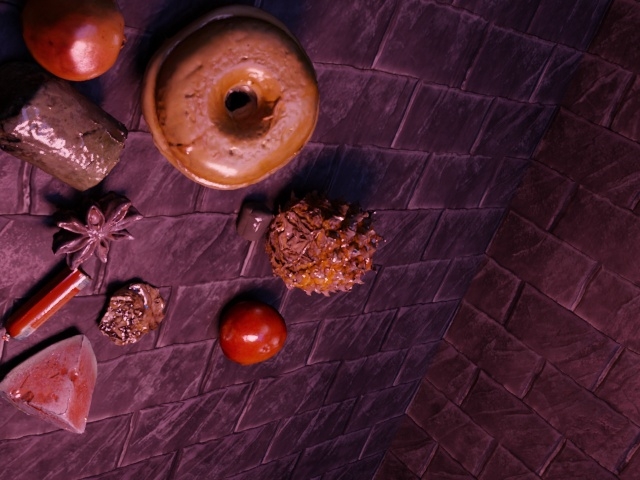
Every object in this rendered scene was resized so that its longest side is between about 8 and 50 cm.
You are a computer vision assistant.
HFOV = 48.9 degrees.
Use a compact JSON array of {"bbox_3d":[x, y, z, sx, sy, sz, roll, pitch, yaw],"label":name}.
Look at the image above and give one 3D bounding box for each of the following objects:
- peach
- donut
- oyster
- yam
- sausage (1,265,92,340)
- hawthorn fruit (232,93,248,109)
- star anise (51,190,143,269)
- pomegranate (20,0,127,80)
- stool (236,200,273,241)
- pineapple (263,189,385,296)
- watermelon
[{"bbox_3d":[-0.235,0.307,2.330,0.244,0.199,0.243,-23,144,-18],"label":"peach"},{"bbox_3d":[-0.211,-0.344,1.712,0.449,0.198,0.448,-6,106,-22],"label":"donut"},{"bbox_3d":[-0.531,0.214,2.042,0.223,0.083,0.214,-13,132,-48],"label":"oyster"},{"bbox_3d":[-0.572,-0.244,1.511,0.195,0.195,0.300,-52,145,1],"label":"yam"},{"bbox_3d":[-0.711,0.164,1.807,0.264,0.083,0.083,-43,143,-8],"label":"sausage"},{"bbox_3d":[-0.178,-0.332,1.917,0.149,0.149,0.189,-28,98,-28],"label":"hawthorn fruit"},{"bbox_3d":[-0.569,-0.043,1.758,0.223,0.109,0.236,-35,159,-8],"label":"star anise"},{"bbox_3d":[-0.494,-0.429,1.417,0.209,0.209,0.209,-28,138,-28],"label":"pomegranate"},{"bbox_3d":[-0.204,-0.058,2.139,0.096,0.096,0.110,-1,125,-46],"label":"stool"},{"bbox_3d":[0.001,0.003,2.213,0.300,0.352,0.352,9,114,-59],"label":"pineapple"},{"bbox_3d":[-0.703,0.403,1.919,0.262,0.201,0.212,-38,150,-23],"label":"watermelon"}]
